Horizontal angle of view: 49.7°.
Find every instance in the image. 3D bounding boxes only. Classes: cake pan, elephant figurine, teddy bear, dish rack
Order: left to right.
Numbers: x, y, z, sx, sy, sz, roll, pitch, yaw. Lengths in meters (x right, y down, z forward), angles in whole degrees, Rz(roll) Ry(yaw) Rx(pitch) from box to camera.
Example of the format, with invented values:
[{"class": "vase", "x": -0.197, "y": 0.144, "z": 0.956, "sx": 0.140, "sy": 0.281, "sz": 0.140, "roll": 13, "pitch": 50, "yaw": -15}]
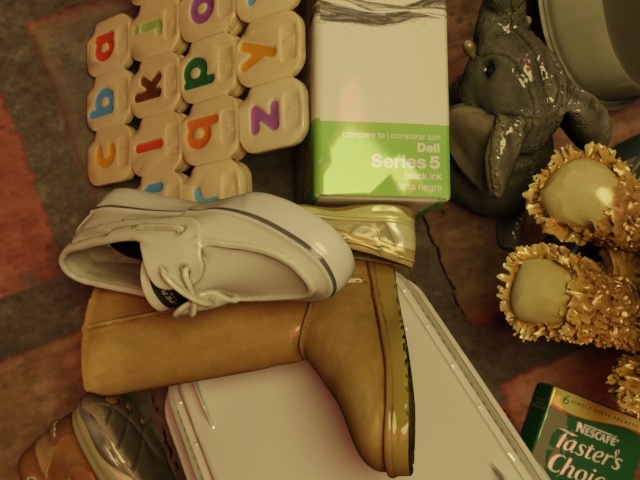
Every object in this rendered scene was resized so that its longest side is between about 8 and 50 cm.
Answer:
[{"class": "dish rack", "x": 0.024, "y": 0.182, "z": 0.593, "sx": 0.286, "sy": 0.072, "sz": 0.332, "roll": -26, "pitch": 56, "yaw": -7}, {"class": "elephant figurine", "x": 0.172, "y": -0.114, "z": 0.631, "sx": 0.186, "sy": 0.239, "sz": 0.169, "roll": 26, "pitch": 81, "yaw": -2}, {"class": "cake pan", "x": 0.321, "y": -0.274, "z": 0.676, "sx": 0.293, "sy": 0.054, "sz": 0.293, "roll": -11, "pitch": 108, "yaw": -37}, {"class": "teddy bear", "x": 0.318, "y": 0.040, "z": 0.585, "sx": 0.338, "sy": 0.113, "sz": 0.245, "roll": 1, "pitch": 86, "yaw": 0}]

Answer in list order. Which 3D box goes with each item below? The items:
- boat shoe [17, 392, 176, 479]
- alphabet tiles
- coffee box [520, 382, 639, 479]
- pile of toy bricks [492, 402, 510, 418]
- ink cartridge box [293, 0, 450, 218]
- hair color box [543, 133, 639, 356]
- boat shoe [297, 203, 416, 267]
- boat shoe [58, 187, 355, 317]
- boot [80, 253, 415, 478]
[{"class": "boat shoe", "x": -0.160, "y": 0.298, "z": 0.620, "sx": 0.116, "sy": 0.123, "sz": 0.324, "roll": -31, "pitch": 81, "yaw": -1}, {"class": "alphabet tiles", "x": -0.122, "y": -0.148, "z": 0.634, "sx": 0.278, "sy": 0.021, "sz": 0.284, "roll": -7, "pitch": 83, "yaw": 35}, {"class": "coffee box", "x": 0.248, "y": 0.248, "z": 0.696, "sx": 0.113, "sy": 0.040, "sz": 0.184, "roll": 23, "pitch": 82, "yaw": -2}, {"class": "pile of toy bricks", "x": 0.100, "y": 0.247, "z": 0.658, "sx": 0.105, "sy": 0.118, "sz": 0.212, "roll": 23, "pitch": 72, "yaw": 36}, {"class": "ink cartridge box", "x": 0.038, "y": -0.155, "z": 0.643, "sx": 0.115, "sy": 0.198, "sz": 0.272, "roll": 1, "pitch": 83, "yaw": -7}, {"class": "hair color box", "x": 0.418, "y": 0.075, "z": 0.697, "sx": 0.374, "sy": 0.113, "sz": 0.185, "roll": 39, "pitch": 82, "yaw": -1}, {"class": "boat shoe", "x": 0.001, "y": 0.000, "z": 0.563, "sx": 0.153, "sy": 0.056, "sz": 0.048, "roll": -1, "pitch": 75, "yaw": 10}, {"class": "boat shoe", "x": -0.102, "y": 0.016, "z": 0.537, "sx": 0.268, "sy": 0.096, "sz": 0.088, "roll": 11, "pitch": 48, "yaw": 31}, {"class": "boot", "x": -0.063, "y": 0.098, "z": 0.568, "sx": 0.270, "sy": 0.236, "sz": 0.089, "roll": -8, "pitch": 128, "yaw": 5}]
